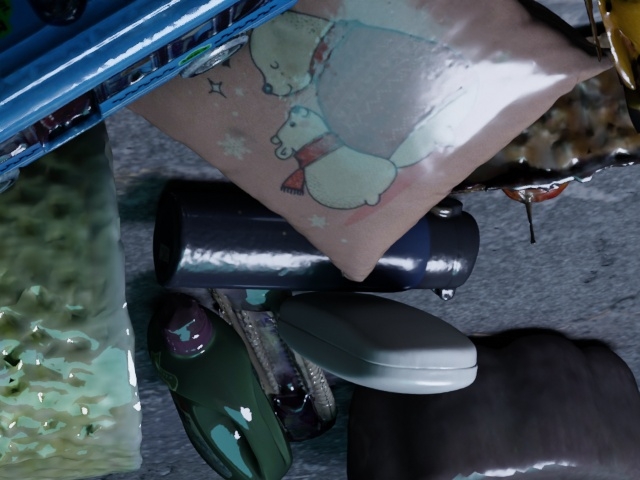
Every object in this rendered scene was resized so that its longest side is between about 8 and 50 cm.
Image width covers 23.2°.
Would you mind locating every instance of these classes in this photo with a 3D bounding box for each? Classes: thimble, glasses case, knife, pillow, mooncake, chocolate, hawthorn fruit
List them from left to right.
[{"bbox_3d":[-0.196,0.020,0.934,0.150,0.271,0.271,-7,152,-10],"label":"thimble"},{"bbox_3d":[-0.041,0.116,1.397,0.089,0.043,0.365,-11,152,1],"label":"knife"},{"bbox_3d":[0.020,-0.098,0.922,0.223,0.084,0.236,38,121,-25],"label":"pillow"},{"bbox_3d":[0.039,0.075,1.181,0.092,0.059,0.233,1,-173,-23],"label":"glasses case"},{"bbox_3d":[0.168,0.203,1.511,0.306,0.154,0.306,-7,151,-4],"label":"mooncake"},{"bbox_3d":[0.136,-0.081,1.039,0.329,0.102,0.065,-10,180,0],"label":"chocolate"},{"bbox_3d":[0.148,-0.043,1.096,0.066,0.103,0.067,9,162,3],"label":"hawthorn fruit"}]

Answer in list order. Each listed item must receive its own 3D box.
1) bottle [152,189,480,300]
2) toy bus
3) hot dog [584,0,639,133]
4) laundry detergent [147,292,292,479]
[{"bbox_3d":[0.000,0.000,1.163,0.244,0.072,0.082,3,108,-22],"label":"bottle"},{"bbox_3d":[-0.133,-0.111,0.755,0.246,0.113,0.134,-31,180,-8],"label":"toy bus"},{"bbox_3d":[0.178,-0.174,0.759,0.107,0.194,0.326,-11,166,16],"label":"hot dog"},{"bbox_3d":[-0.086,0.119,1.298,0.078,0.144,0.222,-34,150,-14],"label":"laundry detergent"}]
